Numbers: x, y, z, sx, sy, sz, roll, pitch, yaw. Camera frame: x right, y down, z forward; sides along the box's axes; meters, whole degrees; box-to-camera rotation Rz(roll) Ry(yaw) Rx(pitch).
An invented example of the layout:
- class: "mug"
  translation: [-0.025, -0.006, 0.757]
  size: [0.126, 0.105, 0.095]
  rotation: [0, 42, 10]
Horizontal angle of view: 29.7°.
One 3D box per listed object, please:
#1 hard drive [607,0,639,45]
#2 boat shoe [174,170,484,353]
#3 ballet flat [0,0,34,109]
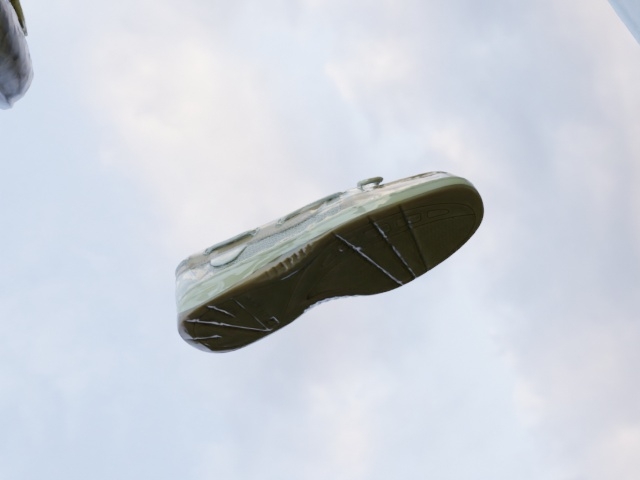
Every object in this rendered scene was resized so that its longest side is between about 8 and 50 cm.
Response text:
- class: "hard drive"
  translation: [0.244, -0.055, 0.466]
  size: [0.307, 0.203, 0.040]
  rotation: [47, -117, -23]
- class: "boat shoe"
  translation: [0.000, 0.001, 0.559]
  size: [0.056, 0.153, 0.048]
  rotation: [48, -160, -44]
- class: "ballet flat"
  translation: [-0.129, -0.117, 0.274]
  size: [0.058, 0.084, 0.250]
  rotation: [-57, -32, -18]
